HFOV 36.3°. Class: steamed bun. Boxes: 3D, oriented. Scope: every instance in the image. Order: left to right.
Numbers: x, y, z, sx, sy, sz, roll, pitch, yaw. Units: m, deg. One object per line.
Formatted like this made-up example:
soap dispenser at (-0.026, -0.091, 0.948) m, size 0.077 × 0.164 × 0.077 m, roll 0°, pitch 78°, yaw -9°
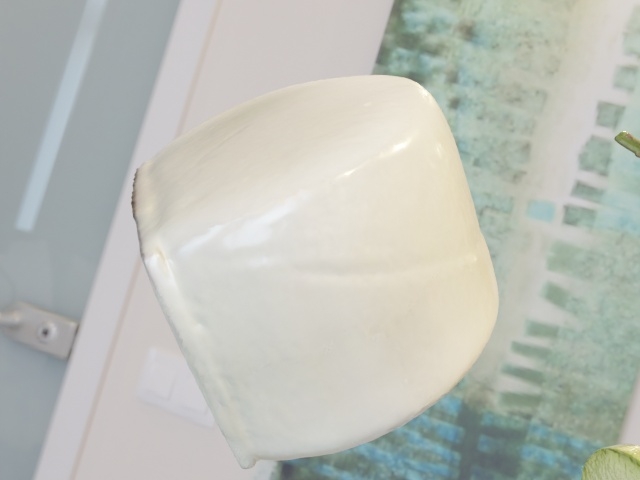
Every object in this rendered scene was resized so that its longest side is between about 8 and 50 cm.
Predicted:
steamed bun at (0.000, 0.000, 0.523) m, size 0.164 × 0.146 × 0.241 m, roll -23°, pitch 18°, yaw -4°

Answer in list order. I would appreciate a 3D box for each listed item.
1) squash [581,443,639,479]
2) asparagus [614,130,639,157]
squash at (0.330, 0.312, 0.986) m, size 0.041 × 0.219 × 0.219 m, roll -14°, pitch 7°, yaw -13°
asparagus at (0.483, -0.097, 1.326) m, size 0.024 × 0.025 × 0.248 m, roll 8°, pitch 22°, yaw -28°
